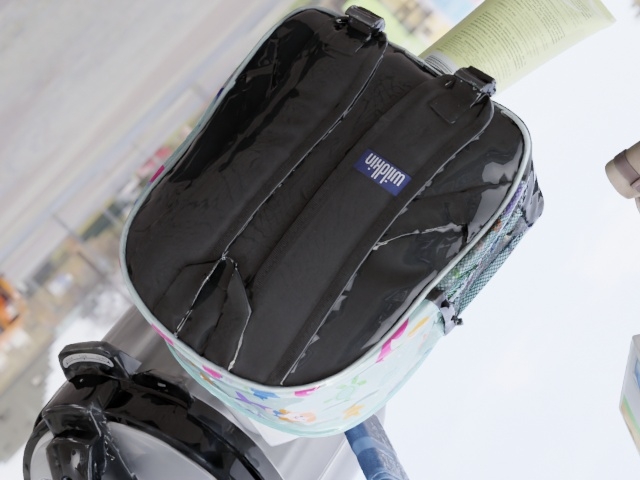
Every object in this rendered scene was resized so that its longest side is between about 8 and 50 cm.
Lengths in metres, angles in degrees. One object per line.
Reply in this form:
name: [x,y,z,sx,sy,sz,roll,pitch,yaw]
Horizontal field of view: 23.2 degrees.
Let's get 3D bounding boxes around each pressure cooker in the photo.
pressure cooker: [-0.151,0.253,1.881,0.420,0.370,0.375,-54,172,-45]

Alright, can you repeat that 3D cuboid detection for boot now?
boot: [0.250,-0.065,1.151,0.087,0.118,0.042,-18,-158,38]

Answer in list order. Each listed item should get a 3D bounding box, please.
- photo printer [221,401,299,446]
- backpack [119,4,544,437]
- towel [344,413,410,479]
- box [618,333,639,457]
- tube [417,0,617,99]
photo printer: [-0.011,0.058,1.508,0.256,0.307,0.107,-37,-129,-4]
backpack: [0.000,0.000,1.047,0.253,0.225,0.191,-50,158,-17]
towel: [0.055,0.221,1.611,0.029,0.067,0.119,-40,-137,13]
box: [0.316,0.167,1.174,0.114,0.203,0.103,-13,141,-7]
tube: [0.143,-0.158,1.286,0.240,0.070,0.062,-39,-139,-26]
